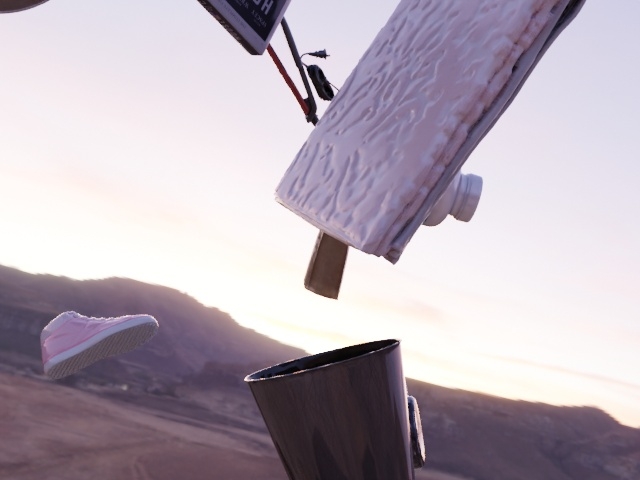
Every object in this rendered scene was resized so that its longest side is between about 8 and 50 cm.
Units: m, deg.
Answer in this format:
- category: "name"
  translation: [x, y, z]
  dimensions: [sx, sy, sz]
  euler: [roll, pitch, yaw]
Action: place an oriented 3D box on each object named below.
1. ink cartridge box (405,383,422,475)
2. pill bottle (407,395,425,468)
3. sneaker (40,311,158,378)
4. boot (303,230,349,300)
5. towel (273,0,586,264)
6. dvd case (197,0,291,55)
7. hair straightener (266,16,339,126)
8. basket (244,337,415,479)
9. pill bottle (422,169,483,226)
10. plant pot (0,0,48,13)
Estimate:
- category: "ink cartridge box"
  translation: [0.110, 0.403, 1.446]
  dimensions: [0.060, 0.275, 0.238]
  euler: [16, -52, -19]
- category: "pill bottle"
  translation: [0.065, 0.344, 1.217]
  dimensions: [0.219, 0.122, 0.123]
  euler: [-9, -17, 10]
- category: "sneaker"
  translation: [-0.263, 0.104, 0.819]
  dimensions: [0.134, 0.070, 0.051]
  euler: [-23, -36, -14]
- category: "boot"
  translation: [0.000, 0.000, 1.869]
  dimensions: [0.089, 0.269, 0.236]
  euler: [13, 5, -33]
- category: "towel"
  translation: [0.091, -0.147, 0.761]
  dimensions: [0.053, 0.331, 0.317]
  euler: [35, 0, -25]
- category: "dvd case"
  translation: [-0.077, -0.375, 0.846]
  dimensions: [0.030, 0.238, 0.179]
  euler: [17, -12, 37]
- category: "hair straightener"
  translation: [-0.018, -0.273, 1.139]
  dimensions: [0.230, 0.089, 0.047]
  euler: [59, 5, -27]
- category: "basket"
  translation: [0.030, 0.255, 0.860]
  dimensions: [0.205, 0.226, 0.154]
  euler: [-15, -3, 14]
- category: "pill bottle"
  translation: [0.159, -0.111, 1.295]
  dimensions: [0.264, 0.146, 0.146]
  euler: [16, -11, -1]
- category: "plant pot"
  translation: [-0.449, -0.473, 0.909]
  dimensions: [0.191, 0.284, 0.284]
  euler: [41, -3, 19]
